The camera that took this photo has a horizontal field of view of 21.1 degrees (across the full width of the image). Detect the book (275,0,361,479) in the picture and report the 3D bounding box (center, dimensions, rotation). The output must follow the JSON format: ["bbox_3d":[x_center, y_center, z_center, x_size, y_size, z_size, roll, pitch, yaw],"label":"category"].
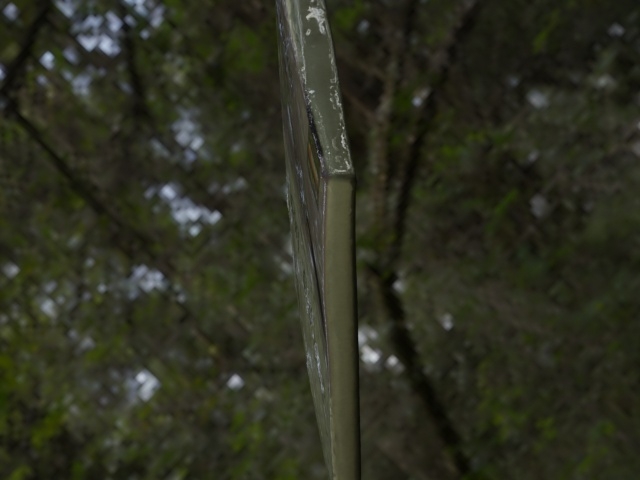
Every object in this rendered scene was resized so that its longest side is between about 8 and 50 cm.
[{"bbox_3d":[0.000,0.000,0.543,0.014,0.127,0.181,-6,-43,-3],"label":"book"}]
